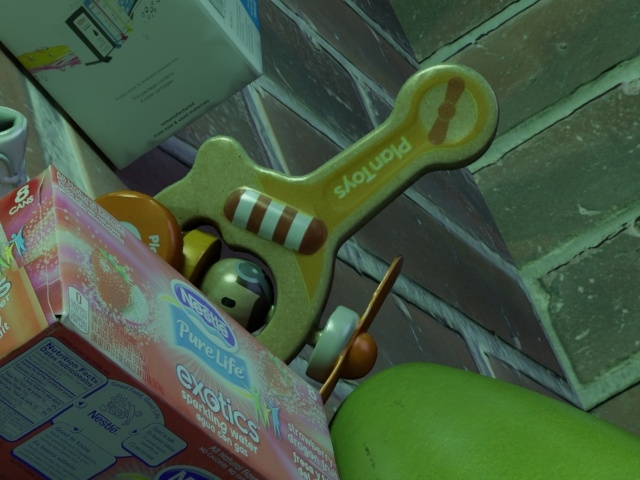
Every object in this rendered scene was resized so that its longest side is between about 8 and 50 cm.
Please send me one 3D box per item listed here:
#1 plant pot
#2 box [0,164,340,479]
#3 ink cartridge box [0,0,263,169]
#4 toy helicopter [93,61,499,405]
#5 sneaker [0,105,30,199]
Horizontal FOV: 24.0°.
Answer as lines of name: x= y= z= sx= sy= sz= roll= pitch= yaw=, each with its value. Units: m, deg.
plant pot: x=0.120 y=0.210 z=1.059 sx=0.275 sy=0.275 sz=0.293 roll=47 pitch=-1 yaw=-34
box: x=-0.128 y=0.112 z=0.972 sx=0.300 sy=0.154 sz=0.142 roll=43 pitch=23 yaw=-39
ink cartridge box: x=-0.187 y=-0.224 z=1.360 sx=0.233 sy=0.168 sz=0.171 roll=49 pitch=18 yaw=-28
toy helicopter: x=0.000 y=0.000 z=1.170 sx=0.235 sy=0.355 sz=0.140 roll=53 pitch=1 yaw=13
sneaker: x=-0.226 y=-0.031 z=1.006 sx=0.232 sy=0.115 sz=0.090 roll=45 pitch=21 yaw=-38
